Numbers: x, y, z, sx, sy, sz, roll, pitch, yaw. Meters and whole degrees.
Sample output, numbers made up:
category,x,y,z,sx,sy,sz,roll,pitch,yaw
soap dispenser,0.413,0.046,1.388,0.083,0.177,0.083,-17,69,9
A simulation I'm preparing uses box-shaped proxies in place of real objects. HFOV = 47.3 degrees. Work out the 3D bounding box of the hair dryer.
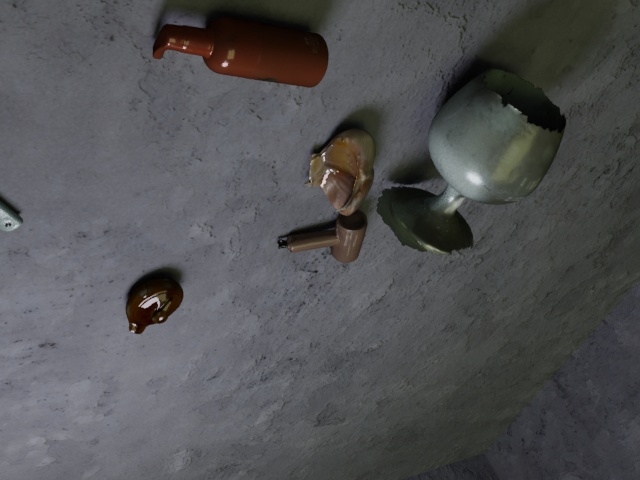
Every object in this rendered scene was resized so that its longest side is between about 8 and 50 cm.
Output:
category,x,y,z,sx,sy,sz,roll,pitch,yaw
hair dryer,0.000,0.000,1.468,0.182,0.064,0.117,-7,142,-17

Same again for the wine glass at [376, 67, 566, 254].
category,x,y,z,sx,sy,sz,roll,pitch,yaw
wine glass,0.280,-0.141,1.339,0.238,0.238,0.322,1,134,-37

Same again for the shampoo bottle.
category,x,y,z,sx,sy,sz,roll,pitch,yaw
shampoo bottle,-0.107,-0.267,1.025,0.244,0.085,0.085,0,136,-33

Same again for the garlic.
category,x,y,z,sx,sy,sz,roll,pitch,yaw
garlic,0.050,-0.122,1.313,0.124,0.099,0.174,-26,148,-32

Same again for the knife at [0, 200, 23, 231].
category,x,y,z,sx,sy,sz,roll,pitch,yaw
knife,-0.498,-0.058,1.056,0.044,0.023,0.162,-32,145,1

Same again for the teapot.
category,x,y,z,sx,sy,sz,roll,pitch,yaw
teapot,-0.312,0.127,1.376,0.129,0.078,0.098,-41,144,17
